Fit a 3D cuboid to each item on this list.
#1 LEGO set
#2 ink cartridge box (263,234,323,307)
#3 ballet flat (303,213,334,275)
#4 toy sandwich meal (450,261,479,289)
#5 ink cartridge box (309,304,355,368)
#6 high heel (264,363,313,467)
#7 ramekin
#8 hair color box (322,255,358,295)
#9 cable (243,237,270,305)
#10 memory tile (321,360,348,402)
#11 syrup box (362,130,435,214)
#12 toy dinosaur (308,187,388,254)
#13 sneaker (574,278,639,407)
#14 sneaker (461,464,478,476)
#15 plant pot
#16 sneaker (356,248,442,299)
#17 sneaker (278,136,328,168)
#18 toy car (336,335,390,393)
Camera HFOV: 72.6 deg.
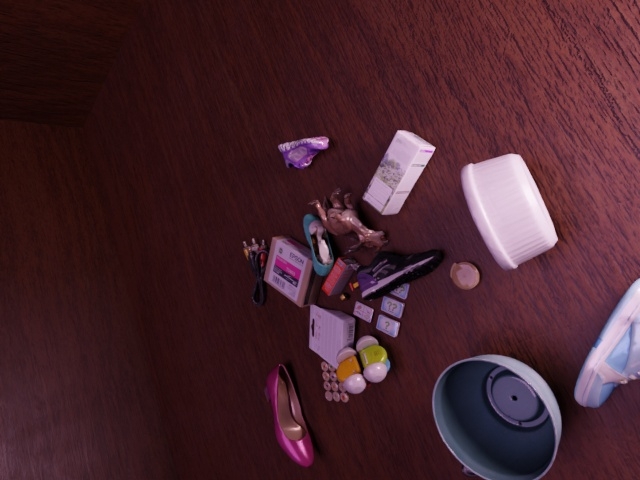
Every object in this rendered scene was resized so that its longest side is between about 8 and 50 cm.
[{"bbox_3d":[0.162,0.189,1.441,0.244,0.060,0.183,22,105,40],"label":"LEGO set"},{"bbox_3d":[-0.100,0.112,1.657,0.234,0.088,0.193,29,115,38],"label":"ink cartridge box"},{"bbox_3d":[0.000,0.000,1.528,0.087,0.083,0.247,124,138,-58],"label":"ballet flat"},{"bbox_3d":[0.405,0.097,1.220,0.085,0.029,0.086,4,97,38],"label":"toy sandwich meal"},{"bbox_3d":[0.038,0.343,1.591,0.232,0.066,0.189,19,109,63],"label":"ink cartridge box"},{"bbox_3d":[-0.117,0.677,1.697,0.377,0.127,0.181,52,137,30],"label":"high heel"},{"bbox_3d":[0.443,-0.076,1.015,0.127,0.273,0.273,-25,77,29],"label":"ramekin"},{"bbox_3d":[0.068,0.122,1.510,0.043,0.072,0.141,46,122,31],"label":"hair color box"},{"bbox_3d":[-0.249,0.134,1.841,0.139,0.072,0.287,-4,104,27],"label":"cable"},{"bbox_3d":[0.051,0.521,1.608,0.113,0.012,0.148,-11,87,44],"label":"memory tile"},{"bbox_3d":[0.232,-0.200,1.304,0.093,0.096,0.237,44,121,29],"label":"syrup box"},{"bbox_3d":[0.072,-0.053,1.465,0.295,0.127,0.200,30,150,54],"label":"toy dinosaur"},{"bbox_3d":[0.688,0.262,0.904,0.208,0.127,0.319,32,116,38],"label":"sneaker"},{"bbox_3d":[0.460,0.609,1.186,0.188,0.078,0.067,-36,70,40],"label":"sneaker"},{"bbox_3d":[0.458,0.416,1.087,0.293,0.196,0.293,5,97,43],"label":"plant pot"},{"bbox_3d":[0.224,0.072,1.324,0.283,0.107,0.124,-31,64,28],"label":"sneaker"},{"bbox_3d":[-0.056,-0.313,1.574,0.236,0.095,0.105,0,101,48],"label":"sneaker"},{"bbox_3d":[0.148,0.417,1.424,0.182,0.136,0.159,-34,36,12],"label":"toy car"}]
